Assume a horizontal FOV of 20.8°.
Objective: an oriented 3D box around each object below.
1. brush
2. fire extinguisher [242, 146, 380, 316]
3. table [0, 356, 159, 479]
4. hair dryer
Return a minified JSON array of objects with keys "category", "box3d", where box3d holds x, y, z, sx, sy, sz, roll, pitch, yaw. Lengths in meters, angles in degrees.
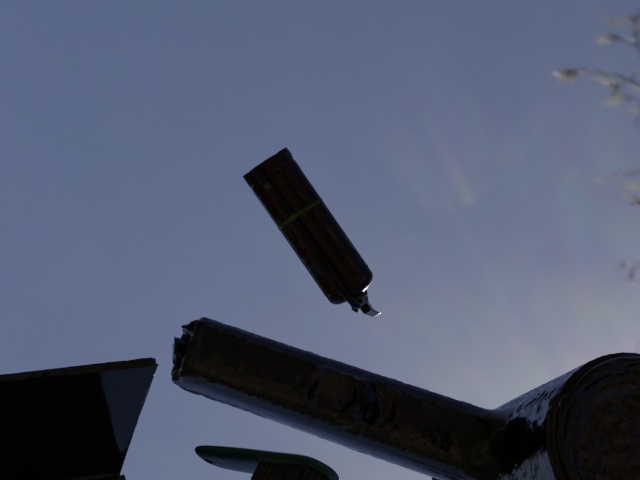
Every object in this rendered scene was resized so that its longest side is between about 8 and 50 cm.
[{"category":"brush","box3d":[-0.053,0.196,1.466,0.193,0.043,0.032,-4,-130,52]},{"category":"fire extinguisher","box3d":[0.000,0.000,1.176,0.039,0.056,0.132,-34,-88,12]},{"category":"table","box3d":[-0.237,0.293,1.653,0.282,0.196,0.250,113,-32,-48]},{"category":"hair dryer","box3d":[0.045,0.093,0.855,0.197,0.251,0.089,133,-28,-70]}]
